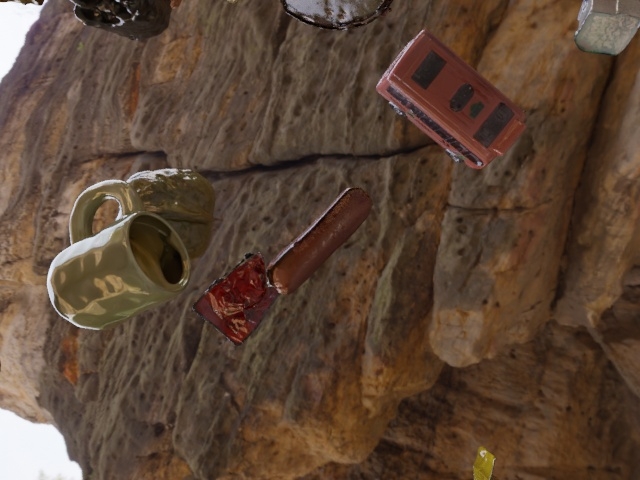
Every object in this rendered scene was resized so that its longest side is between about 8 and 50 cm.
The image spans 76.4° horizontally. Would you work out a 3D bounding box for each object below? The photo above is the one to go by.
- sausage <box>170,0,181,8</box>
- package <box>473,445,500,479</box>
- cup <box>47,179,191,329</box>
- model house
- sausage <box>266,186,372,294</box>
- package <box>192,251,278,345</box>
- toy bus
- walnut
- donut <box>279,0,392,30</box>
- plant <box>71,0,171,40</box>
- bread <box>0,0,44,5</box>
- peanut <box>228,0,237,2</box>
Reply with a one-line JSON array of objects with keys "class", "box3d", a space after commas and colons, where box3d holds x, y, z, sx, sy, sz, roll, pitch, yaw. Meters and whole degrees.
[{"class": "sausage", "box3d": [-0.449, -0.765, 1.067, 0.086, 0.086, 0.289, -35, -73, -53]}, {"class": "package", "box3d": [0.263, 0.384, 0.600, 0.131, 0.047, 0.071, 63, 176, 10]}, {"class": "cup", "box3d": [-0.391, 0.025, 0.747, 0.255, 0.202, 0.173, 62, -165, -11]}, {"class": "model house", "box3d": [0.573, -0.445, 0.820, 0.088, 0.100, 0.100, 88, -161, -61]}, {"class": "sausage", "box3d": [0.000, 0.000, 1.020, 0.330, 0.102, 0.102, -45, -39, -3]}, {"class": "package", "box3d": [-0.230, 0.171, 1.222, 0.269, 0.194, 0.071, -45, 0, -1]}, {"class": "toy bus", "box3d": [0.391, -0.406, 1.207, 0.203, 0.427, 0.233, -53, 7, 9]}, {"class": "walnut", "box3d": [-0.460, -0.076, 1.225, 0.276, 0.253, 0.282, 6, -118, -27]}, {"class": "donut", "box3d": [0.042, -0.522, 0.669, 0.345, 0.259, 0.136, 79, -146, -62]}, {"class": "plant", "box3d": [-0.446, -0.552, 0.870, 0.276, 0.188, 0.199, -103, 6, -81]}, {"class": "bread", "box3d": [-0.290, -0.346, 0.308, 0.132, 0.294, 0.167, 20, -113, -13]}, {"class": "peanut", "box3d": [-0.243, -0.868, 1.337, 0.083, 0.194, 0.093, 50, -161, -2]}]
